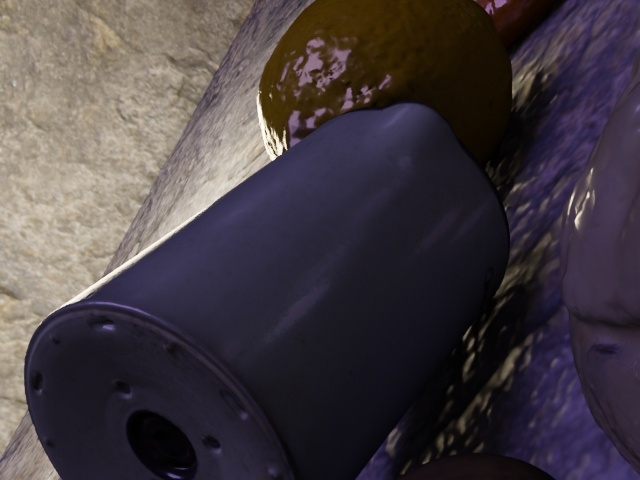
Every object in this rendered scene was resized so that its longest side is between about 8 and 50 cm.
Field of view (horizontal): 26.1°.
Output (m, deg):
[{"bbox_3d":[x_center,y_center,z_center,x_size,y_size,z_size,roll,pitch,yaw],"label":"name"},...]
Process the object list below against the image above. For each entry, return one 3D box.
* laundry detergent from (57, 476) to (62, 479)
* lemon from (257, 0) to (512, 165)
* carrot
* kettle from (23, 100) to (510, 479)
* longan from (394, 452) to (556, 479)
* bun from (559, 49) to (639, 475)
[{"bbox_3d":[-0.173,0.227,1.619,0.335,0.159,0.088,-53,-8,-36],"label":"laundry detergent"},{"bbox_3d":[0.064,-0.142,1.391,0.245,0.245,0.320,-43,0,43],"label":"lemon"},{"bbox_3d":[0.212,-0.252,1.528,0.205,0.072,0.072,-32,29,45],"label":"carrot"},{"bbox_3d":[-0.027,0.106,1.146,0.376,0.250,0.361,-43,-30,-44],"label":"kettle"},{"bbox_3d":[0.092,0.215,0.818,0.167,0.167,0.187,-51,38,22],"label":"longan"},{"bbox_3d":[0.244,-0.034,0.660,0.365,0.219,0.365,-53,8,11],"label":"bun"}]
